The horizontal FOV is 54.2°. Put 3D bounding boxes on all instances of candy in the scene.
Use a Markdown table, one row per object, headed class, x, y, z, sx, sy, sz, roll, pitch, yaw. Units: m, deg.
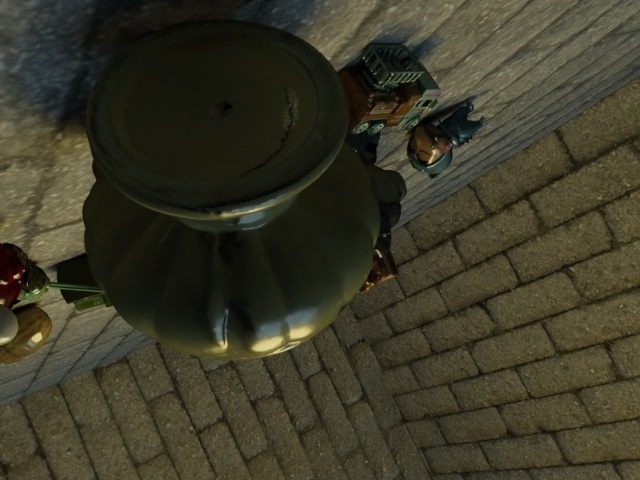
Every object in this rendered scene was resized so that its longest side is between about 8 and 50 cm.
| class | x | y | z | sx | sy | sz | roll | pitch | yaw |
| --- | --- | --- | --- | --- | --- | --- | --- | --- | --- |
| candy | -0.409 | 0.077 | 1.047 | 0.203 | 0.061 | 0.061 | 9 | 154 | -31 |

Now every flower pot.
| class | x | y | z | sx | sy | sz | roll | pitch | yaw |
| --- | --- | --- | --- | --- | --- | --- | --- | --- | --- |
| flower pot | -0.088 | -0.056 | 0.606 | 0.308 | 0.307 | 0.244 | -24 | 153 | -17 |

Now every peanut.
| class | x | y | z | sx | sy | sz | roll | pitch | yaw |
| --- | --- | --- | --- | --- | --- | --- | --- | --- | --- |
| peanut | -0.632 | 0.206 | 1.312 | 0.228 | 0.085 | 0.104 | -31 | -170 | 41 |

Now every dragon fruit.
| class | x | y | z | sx | sy | sz | roll | pitch | yaw |
| --- | --- | --- | --- | --- | --- | --- | --- | --- | --- |
| dragon fruit | -0.483 | 0.059 | 0.755 | 0.246 | 0.125 | 0.125 | -3 | 176 | -28 |

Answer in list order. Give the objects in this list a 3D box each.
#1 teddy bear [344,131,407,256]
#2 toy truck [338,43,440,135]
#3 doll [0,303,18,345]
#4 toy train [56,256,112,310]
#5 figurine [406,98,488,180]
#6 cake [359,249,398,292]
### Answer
| class | x | y | z | sx | sy | sz | roll | pitch | yaw |
| --- | --- | --- | --- | --- | --- | --- | --- | --- | --- |
| teddy bear | 0.057 | -0.097 | 1.028 | 0.144 | 0.250 | 0.171 | -20 | -175 | -32 |
| toy truck | 0.101 | -0.215 | 0.882 | 0.178 | 0.080 | 0.115 | -16 | 158 | -46 |
| doll | -0.470 | 0.038 | 0.570 | 0.311 | 0.159 | 0.243 | 0 | 180 | -13 |
| toy train | -0.416 | 0.082 | 1.186 | 0.137 | 0.090 | 0.225 | -16 | 170 | -20 |
| figurine | 0.255 | -0.220 | 1.307 | 0.178 | 0.114 | 0.144 | -39 | 163 | 10 |
| cake | 0.000 | 0.000 | 1.319 | 0.256 | 0.281 | 0.290 | -20 | 178 | 10 |
